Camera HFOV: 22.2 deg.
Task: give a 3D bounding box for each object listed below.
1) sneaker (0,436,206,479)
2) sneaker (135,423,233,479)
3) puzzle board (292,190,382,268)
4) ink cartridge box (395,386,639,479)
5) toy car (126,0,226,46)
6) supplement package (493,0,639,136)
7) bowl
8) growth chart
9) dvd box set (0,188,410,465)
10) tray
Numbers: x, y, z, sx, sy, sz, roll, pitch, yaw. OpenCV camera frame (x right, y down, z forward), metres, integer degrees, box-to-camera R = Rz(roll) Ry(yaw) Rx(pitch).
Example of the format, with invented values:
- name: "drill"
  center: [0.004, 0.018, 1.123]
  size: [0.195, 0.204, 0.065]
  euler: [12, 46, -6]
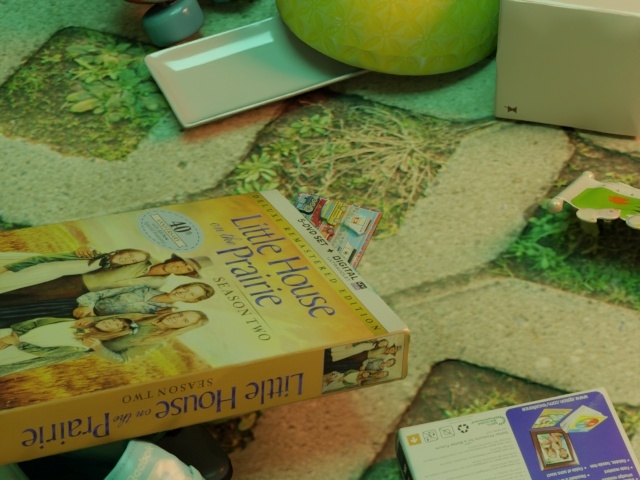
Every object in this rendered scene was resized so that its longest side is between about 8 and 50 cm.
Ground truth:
- name: "sneaker"
  center: [-0.131, 0.248, 1.397]
  size: [0.366, 0.150, 0.135]
  euler: [11, 48, 13]
- name: "sneaker"
  center: [-0.177, 0.157, 1.525]
  size: [0.223, 0.098, 0.083]
  euler: [30, 54, 28]
- name: "puzzle board"
  center: [0.000, 0.000, 1.733]
  size: [0.096, 0.011, 0.128]
  euler: [14, 48, 16]
- name: "ink cartridge box"
  center: [0.192, 0.239, 1.465]
  size: [0.206, 0.045, 0.208]
  euler: [-10, 45, -8]
- name: "toy car"
  center: [-0.235, -0.372, 2.017]
  size: [0.238, 0.219, 0.210]
  euler: [3, 38, 48]
- name: "supplement package"
  center: [0.311, -0.287, 1.883]
  size: [0.175, 0.177, 0.293]
  euler: [9, 47, 11]
- name: "bowl"
  center: [0.096, -0.340, 1.933]
  size: [0.289, 0.156, 0.289]
  euler: [5, 41, -5]
- name: "growth chart"
  center: [0.361, -0.036, 1.697]
  size: [0.237, 0.021, 0.172]
  euler: [8, 17, 13]
- name: "dvd box set"
  center: [-0.171, 0.069, 1.497]
  size: [0.420, 0.062, 0.307]
  euler: [-9, 31, -23]
- name: "tray"
  center: [-0.060, -0.205, 1.924]
  size: [0.270, 0.030, 0.145]
  euler: [-19, 49, -16]
